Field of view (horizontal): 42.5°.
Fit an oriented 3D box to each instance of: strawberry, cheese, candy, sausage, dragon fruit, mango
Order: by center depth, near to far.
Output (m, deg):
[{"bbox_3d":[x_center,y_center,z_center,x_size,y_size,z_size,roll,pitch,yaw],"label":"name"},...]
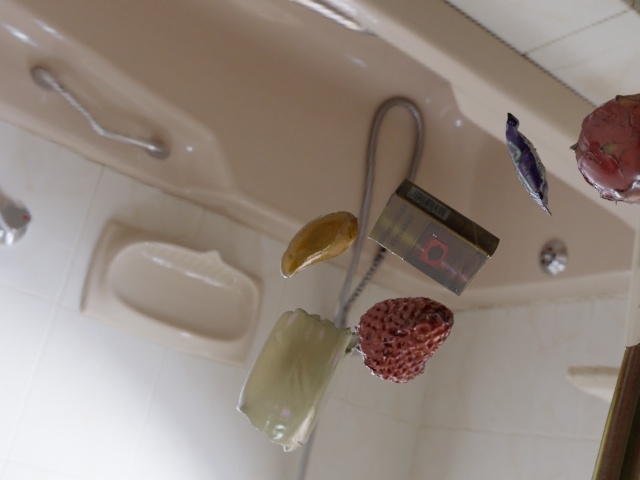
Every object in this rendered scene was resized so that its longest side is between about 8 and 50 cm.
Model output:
[{"bbox_3d":[0.467,0.326,1.266,0.082,0.372,0.082,20,144,16],"label":"sausage"},{"bbox_3d":[-0.034,0.215,1.328,0.127,0.233,0.266,28,165,8],"label":"cheese"},{"bbox_3d":[0.000,0.000,1.510,0.075,0.190,0.098,38,141,31],"label":"mango"},{"bbox_3d":[0.207,0.218,1.943,0.205,0.205,0.244,26,138,-35],"label":"strawberry"},{"bbox_3d":[0.523,-0.193,2.076,0.070,0.275,0.145,-23,157,19],"label":"candy"},{"bbox_3d":[0.814,-0.235,2.118,0.295,0.296,0.301,26,-171,-35],"label":"dragon fruit"}]

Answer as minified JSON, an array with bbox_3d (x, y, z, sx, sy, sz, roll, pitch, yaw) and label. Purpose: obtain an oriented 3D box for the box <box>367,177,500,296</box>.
[{"bbox_3d":[0.234,-0.004,1.732,0.240,0.071,0.159,34,136,4],"label":"box"}]
